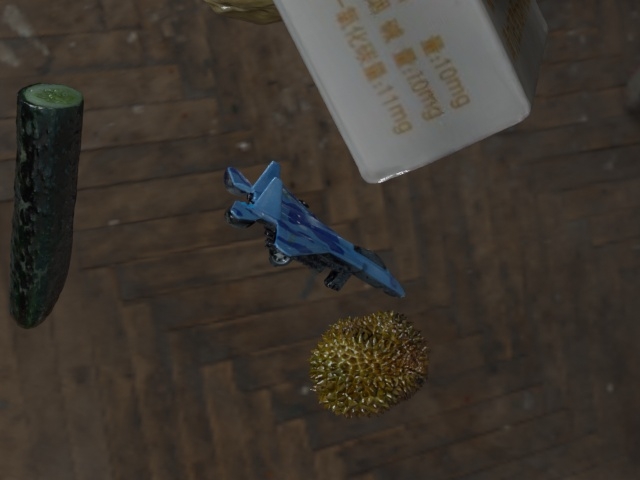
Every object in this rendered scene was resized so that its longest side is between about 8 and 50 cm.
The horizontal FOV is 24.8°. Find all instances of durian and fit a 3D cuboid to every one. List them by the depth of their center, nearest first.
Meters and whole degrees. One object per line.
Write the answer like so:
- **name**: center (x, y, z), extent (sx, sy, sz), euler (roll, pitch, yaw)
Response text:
- **durian**: center (0.059, 0.157, 1.839), extent (0.158, 0.168, 0.137), euler (-56, 133, -44)

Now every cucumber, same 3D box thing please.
- **cucumber**: center (-0.137, -0.011, 0.716), extent (0.032, 0.032, 0.133), euler (-10, 124, -34)

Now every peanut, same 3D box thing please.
- **peanut**: center (-0.036, -0.322, 1.743), extent (0.233, 0.197, 0.110), euler (-51, 130, -62)

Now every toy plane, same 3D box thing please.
- **toy plane**: center (-0.005, 0.006, 1.639), extent (0.078, 0.169, 0.246), euler (-42, 116, 17)

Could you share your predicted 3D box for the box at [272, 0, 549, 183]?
- **box**: center (0.001, -0.150, 0.508), extent (0.233, 0.067, 0.149), euler (62, 15, -12)
